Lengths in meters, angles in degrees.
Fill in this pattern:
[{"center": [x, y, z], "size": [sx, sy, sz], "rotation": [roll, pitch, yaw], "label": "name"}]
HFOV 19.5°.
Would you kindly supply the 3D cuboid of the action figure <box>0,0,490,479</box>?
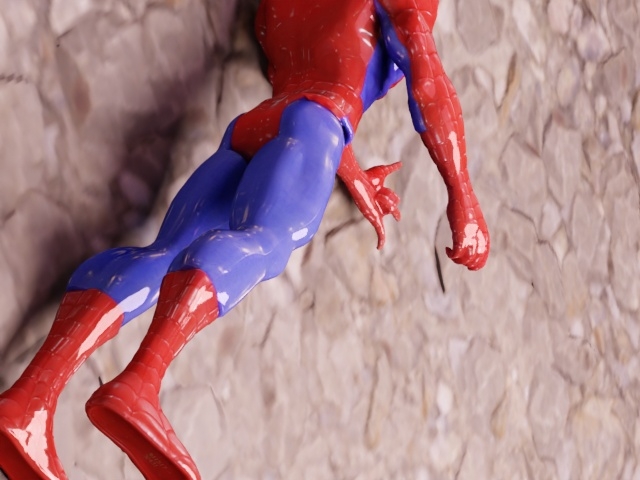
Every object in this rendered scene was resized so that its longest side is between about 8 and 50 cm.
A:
[{"center": [0.000, 0.000, 0.674], "size": [0.139, 0.091, 0.280], "rotation": [54, 46, -30], "label": "action figure"}]
